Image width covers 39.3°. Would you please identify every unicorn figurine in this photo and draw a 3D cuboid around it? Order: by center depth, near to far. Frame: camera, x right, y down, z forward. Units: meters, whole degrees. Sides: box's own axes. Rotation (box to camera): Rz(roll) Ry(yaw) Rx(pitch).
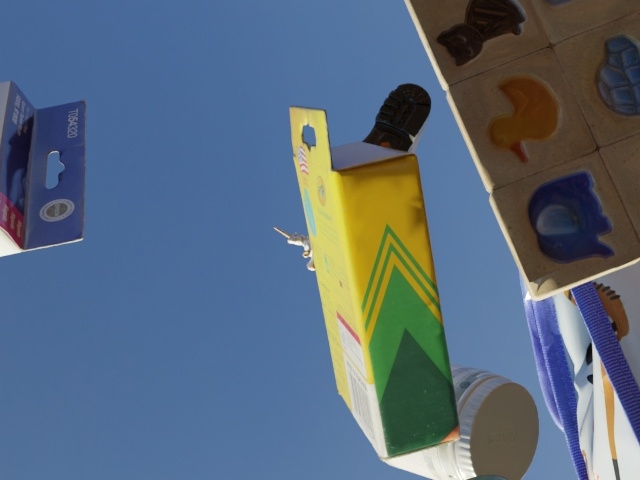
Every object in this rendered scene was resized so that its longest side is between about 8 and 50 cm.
[{"bbox_3d":[0.000,0.000,1.476,0.111,0.162,0.060,-74,-35,-67],"label":"unicorn figurine"}]

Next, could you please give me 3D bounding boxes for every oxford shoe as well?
[{"bbox_3d":[0.077,-0.099,1.220,0.227,0.083,0.096,-50,-13,-4],"label":"oxford shoe"}]

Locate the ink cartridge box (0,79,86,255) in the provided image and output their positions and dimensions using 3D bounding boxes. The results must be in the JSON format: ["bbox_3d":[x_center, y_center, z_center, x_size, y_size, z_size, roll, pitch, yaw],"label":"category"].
[{"bbox_3d":[-0.473,-0.089,1.152,0.324,0.330,0.071,-107,5,-48],"label":"ink cartridge box"}]

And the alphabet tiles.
[{"bbox_3d":[0.134,-0.087,0.311,0.009,0.198,0.237,76,172,-80],"label":"alphabet tiles"}]

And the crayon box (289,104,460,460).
[{"bbox_3d":[0.046,0.021,0.868,0.081,0.202,0.318,-13,-78,-9],"label":"crayon box"}]

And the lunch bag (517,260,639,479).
[{"bbox_3d":[0.339,0.115,0.611,0.239,0.328,0.385,82,173,-65],"label":"lunch bag"}]

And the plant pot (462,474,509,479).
[{"bbox_3d":[0.224,0.497,1.094,0.366,0.366,0.353,-35,-90,-43],"label":"plant pot"}]

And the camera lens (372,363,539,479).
[{"bbox_3d":[0.241,0.342,1.690,0.219,0.274,0.219,-2,-87,-40],"label":"camera lens"}]
